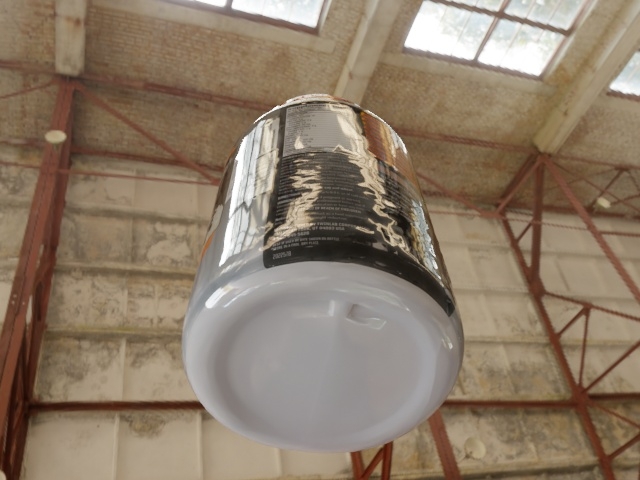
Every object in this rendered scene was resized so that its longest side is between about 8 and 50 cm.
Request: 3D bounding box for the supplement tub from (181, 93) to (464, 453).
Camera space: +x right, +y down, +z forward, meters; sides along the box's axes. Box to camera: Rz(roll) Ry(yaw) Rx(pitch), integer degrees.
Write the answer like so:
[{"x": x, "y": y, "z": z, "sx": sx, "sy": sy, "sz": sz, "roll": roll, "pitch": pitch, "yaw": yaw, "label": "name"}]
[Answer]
[{"x": 0.000, "y": 0.000, "z": 0.511, "sx": 0.193, "sy": 0.194, "sz": 0.316, "roll": 15, "pitch": -148, "yaw": -10, "label": "supplement tub"}]
